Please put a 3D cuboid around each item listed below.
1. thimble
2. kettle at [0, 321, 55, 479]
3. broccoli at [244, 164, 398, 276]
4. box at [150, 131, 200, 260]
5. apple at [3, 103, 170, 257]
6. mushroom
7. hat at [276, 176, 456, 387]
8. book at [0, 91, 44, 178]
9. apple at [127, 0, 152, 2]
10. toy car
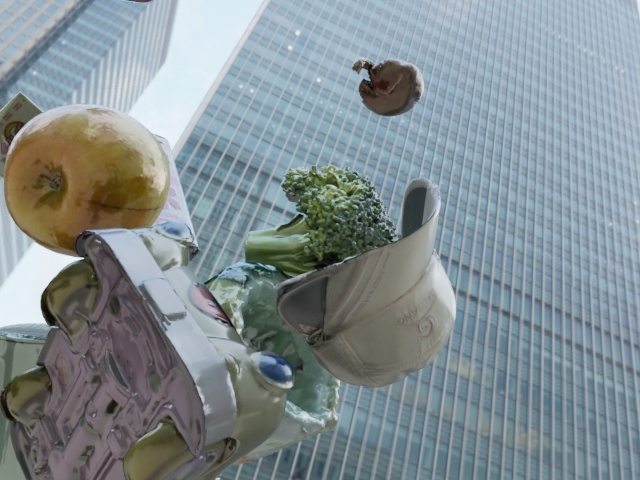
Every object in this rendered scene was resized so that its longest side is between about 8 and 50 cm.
[{"bbox_3d":[-0.098,0.183,0.887,0.167,0.254,0.288,-28,-83,32],"label":"thimble"},{"bbox_3d":[-0.495,0.307,1.023,0.264,0.318,0.205,5,0,-16],"label":"kettle"},{"bbox_3d":[0.015,-0.011,1.023,0.259,0.235,0.288,18,-36,18],"label":"broccoli"},{"bbox_3d":[-0.426,-0.109,1.448,0.112,0.370,0.190,-39,-34,29],"label":"box"},{"bbox_3d":[-0.414,-0.103,1.061,0.285,0.233,0.286,4,-77,17],"label":"apple"},{"bbox_3d":[0.137,-0.325,1.248,0.170,0.080,0.135,26,-50,-20],"label":"mushroom"},{"bbox_3d":[0.078,0.056,0.665,0.161,0.232,0.275,37,-33,19],"label":"hat"},{"bbox_3d":[-0.609,-0.181,1.283,0.232,0.162,0.022,48,-8,-37],"label":"book"},{"bbox_3d":[-0.410,-0.636,1.279,0.233,0.234,0.234,11,-39,9],"label":"apple"},{"bbox_3d":[-0.166,0.168,0.628,0.242,0.226,0.336,49,-60,26],"label":"toy car"}]
